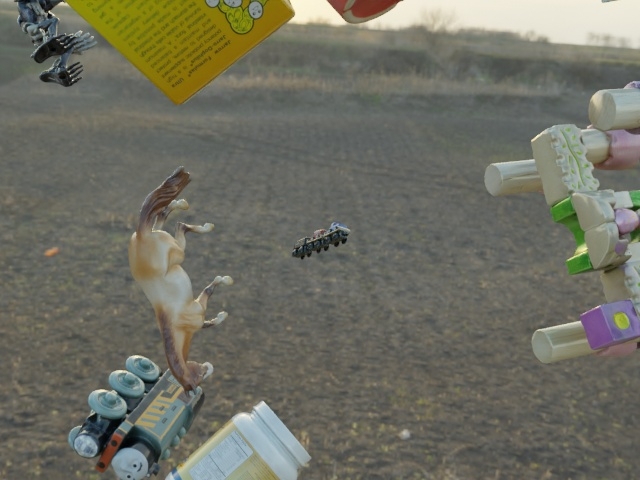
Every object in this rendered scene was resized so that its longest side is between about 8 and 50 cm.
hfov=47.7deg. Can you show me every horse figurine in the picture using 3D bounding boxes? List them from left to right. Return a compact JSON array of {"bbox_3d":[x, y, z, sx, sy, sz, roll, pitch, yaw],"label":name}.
[{"bbox_3d":[-0.181,0.045,0.929,0.066,0.263,0.174,-9,16,26],"label":"horse figurine"}]

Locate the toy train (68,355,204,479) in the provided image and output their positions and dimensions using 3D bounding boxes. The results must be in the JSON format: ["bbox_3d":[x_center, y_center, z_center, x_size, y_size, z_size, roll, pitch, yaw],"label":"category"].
[{"bbox_3d":[-0.362,0.356,1.462,0.190,0.142,0.334,30,15,1],"label":"toy train"}]

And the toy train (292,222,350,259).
[{"bbox_3d":[0.000,0.000,1.235,0.027,0.036,0.158,20,-23,-29],"label":"toy train"}]

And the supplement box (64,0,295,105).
[{"bbox_3d":[-0.222,-0.372,0.846,0.356,0.195,0.194,43,20,-42],"label":"supplement box"}]

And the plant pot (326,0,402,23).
[{"bbox_3d":[0.073,-0.597,1.467,0.275,0.243,0.275,-29,-8,-4],"label":"plant pot"}]

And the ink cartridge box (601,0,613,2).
[{"bbox_3d":[0.512,-0.481,1.007,0.060,0.275,0.239,-5,12,-25],"label":"ink cartridge box"}]

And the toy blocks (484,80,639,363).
[{"bbox_3d":[0.398,-0.022,0.825,0.260,0.288,0.309,-7,-15,-19],"label":"toy blocks"}]

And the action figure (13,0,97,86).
[{"bbox_3d":[-0.522,-0.426,1.430,0.141,0.164,0.275,-20,54,-11],"label":"action figure"}]

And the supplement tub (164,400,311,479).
[{"bbox_3d":[-0.128,0.366,1.142,0.200,0.144,0.144,-40,31,-13],"label":"supplement tub"}]
